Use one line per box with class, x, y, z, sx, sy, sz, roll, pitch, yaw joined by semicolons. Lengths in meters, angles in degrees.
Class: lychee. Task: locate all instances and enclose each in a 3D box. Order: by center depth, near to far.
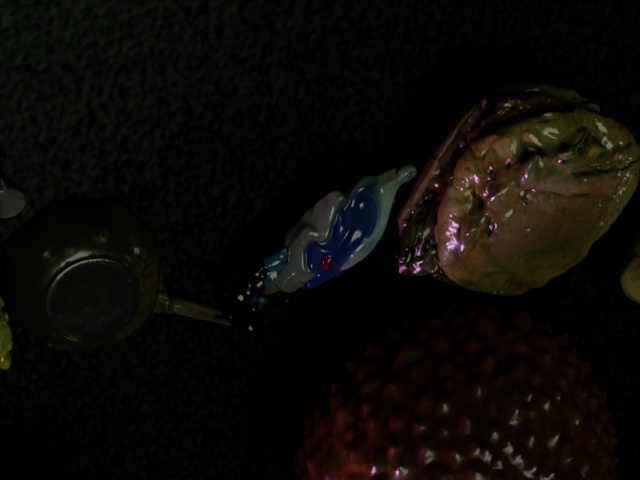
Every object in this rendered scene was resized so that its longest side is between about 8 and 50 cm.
lychee;0.118;0.197;1.383;0.275;0.275;0.304;7;100;-28

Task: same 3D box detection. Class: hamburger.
hamburger;0.161;-0.045;1.357;0.183;0.130;0.206;6;133;-34

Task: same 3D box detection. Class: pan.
pan;-0.149;0.033;1.299;0.201;0.048;0.128;-4;122;-22

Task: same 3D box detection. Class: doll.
doll;0.000;0.000;1.338;0.195;0.070;0.096;-40;158;6

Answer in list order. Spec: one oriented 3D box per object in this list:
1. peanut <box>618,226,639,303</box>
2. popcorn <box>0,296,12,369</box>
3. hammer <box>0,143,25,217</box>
peanut;0.375;-0.005;1.485;0.229;0.098;0.103;-15;98;-12
popcorn;-0.269;0.066;1.262;0.059;0.068;0.083;-28;91;-35
hammer;-0.318;0.030;1.198;0.033;0.111;0.288;18;121;-47
